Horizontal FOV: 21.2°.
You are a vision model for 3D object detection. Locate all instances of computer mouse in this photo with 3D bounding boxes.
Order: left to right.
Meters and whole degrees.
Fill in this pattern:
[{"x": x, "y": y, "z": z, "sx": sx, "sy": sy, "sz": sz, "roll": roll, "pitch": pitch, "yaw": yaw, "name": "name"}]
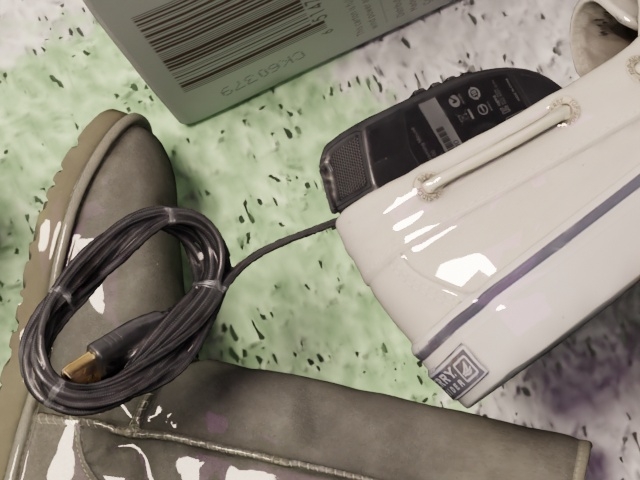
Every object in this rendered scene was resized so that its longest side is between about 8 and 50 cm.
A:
[{"x": 0.000, "y": 0.000, "z": 0.601, "sx": 0.242, "sy": 0.041, "sz": 0.071, "roll": -23, "pitch": 82, "yaw": -29, "name": "computer mouse"}]

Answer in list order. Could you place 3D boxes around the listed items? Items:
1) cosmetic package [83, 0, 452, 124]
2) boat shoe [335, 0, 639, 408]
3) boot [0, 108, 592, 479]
[{"x": -0.036, "y": -0.171, "z": 0.638, "sx": 0.151, "sy": 0.151, "sz": 0.184, "roll": -25, "pitch": 74, "yaw": 3, "name": "cosmetic package"}, {"x": 0.122, "y": -0.053, "z": 0.590, "sx": 0.267, "sy": 0.096, "sz": 0.088, "roll": -38, "pitch": 83, "yaw": -12, "name": "boat shoe"}, {"x": -0.007, "y": 0.057, "z": 0.616, "sx": 0.208, "sy": 0.076, "sz": 0.190, "roll": 9, "pitch": 80, "yaw": 14, "name": "boot"}]
